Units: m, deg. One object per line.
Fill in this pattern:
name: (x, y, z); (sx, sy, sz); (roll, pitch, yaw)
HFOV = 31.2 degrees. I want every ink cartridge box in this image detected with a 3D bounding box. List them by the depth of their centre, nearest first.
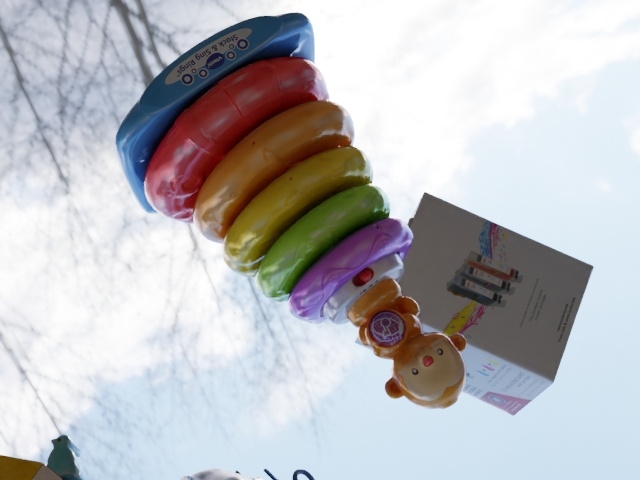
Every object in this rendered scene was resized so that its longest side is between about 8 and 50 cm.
ink cartridge box: (0.140, 0.061, 1.081); (0.176, 0.128, 0.127); (25, -113, 2)

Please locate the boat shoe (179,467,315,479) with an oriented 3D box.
boat shoe: (-0.045, 0.221, 0.922); (0.089, 0.109, 0.258); (-2, -173, -21)

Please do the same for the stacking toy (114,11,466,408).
stacking toy: (0.000, 0.000, 0.830); (0.175, 0.166, 0.302); (-35, -107, -12)

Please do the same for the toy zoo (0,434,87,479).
toy zoo: (-0.274, 0.274, 0.866); (0.192, 0.030, 0.293); (14, -122, 34)
